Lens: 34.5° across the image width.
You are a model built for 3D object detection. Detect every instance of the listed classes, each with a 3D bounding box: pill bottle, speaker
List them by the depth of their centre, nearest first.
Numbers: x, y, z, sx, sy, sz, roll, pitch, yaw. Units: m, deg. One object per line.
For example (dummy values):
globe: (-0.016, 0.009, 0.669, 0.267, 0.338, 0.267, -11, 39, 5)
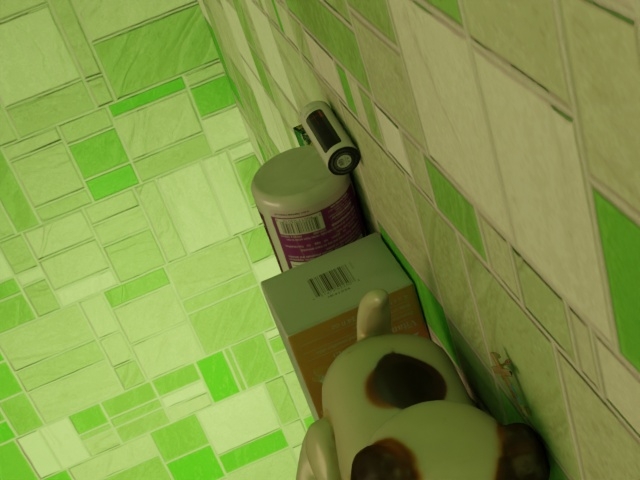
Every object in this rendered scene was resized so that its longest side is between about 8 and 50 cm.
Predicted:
speaker: (0.013, -0.161, 1.604, 0.136, 0.055, 0.055, -118, 7, -45)
pill bottle: (0.000, 0.000, 1.788, 0.169, 0.169, 0.302, -121, 10, -54)

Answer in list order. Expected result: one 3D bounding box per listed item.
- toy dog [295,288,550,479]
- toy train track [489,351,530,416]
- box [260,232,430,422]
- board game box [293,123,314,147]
toy dog: (0.141, 0.276, 1.313, 0.408, 0.284, 0.396, -144, 57, -79)
toy train track: (0.218, 0.161, 1.171, 0.083, 0.014, 0.048, 62, 168, -5)
box: (0.067, 0.199, 1.704, 0.168, 0.215, 0.345, -122, 10, -55)
board game box: (0.014, -0.096, 1.997, 0.136, 0.030, 0.260, -124, 12, -73)
